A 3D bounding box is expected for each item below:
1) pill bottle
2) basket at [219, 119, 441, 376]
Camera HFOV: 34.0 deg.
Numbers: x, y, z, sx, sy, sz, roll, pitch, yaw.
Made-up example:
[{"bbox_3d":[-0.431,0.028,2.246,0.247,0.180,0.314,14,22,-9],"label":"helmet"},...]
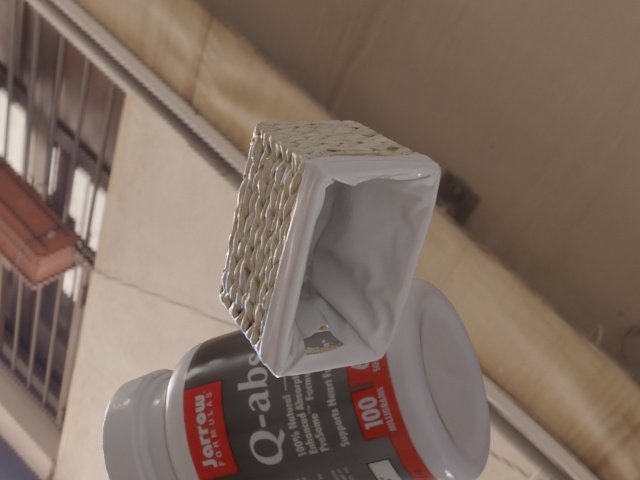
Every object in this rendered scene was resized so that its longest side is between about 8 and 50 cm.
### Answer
[{"bbox_3d":[-0.028,0.184,1.077,0.362,0.210,0.210,-19,-132,23],"label":"pill bottle"},{"bbox_3d":[0.000,0.000,0.774,0.113,0.167,0.103,-5,-150,-36],"label":"basket"}]
